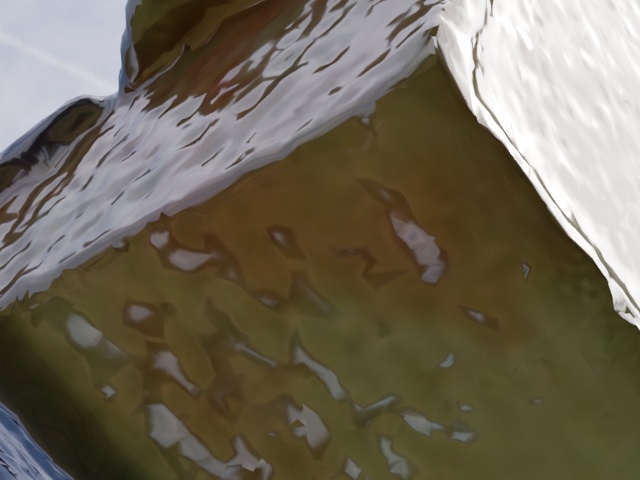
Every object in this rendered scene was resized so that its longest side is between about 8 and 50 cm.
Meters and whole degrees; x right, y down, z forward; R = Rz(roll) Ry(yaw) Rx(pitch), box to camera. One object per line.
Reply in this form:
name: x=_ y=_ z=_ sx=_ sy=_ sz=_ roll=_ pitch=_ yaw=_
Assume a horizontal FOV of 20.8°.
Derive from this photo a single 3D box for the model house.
model house: x=0.000 y=0.000 z=0.637 sx=0.245 sy=0.280 sz=0.312 roll=49 pitch=-150 yaw=-21
